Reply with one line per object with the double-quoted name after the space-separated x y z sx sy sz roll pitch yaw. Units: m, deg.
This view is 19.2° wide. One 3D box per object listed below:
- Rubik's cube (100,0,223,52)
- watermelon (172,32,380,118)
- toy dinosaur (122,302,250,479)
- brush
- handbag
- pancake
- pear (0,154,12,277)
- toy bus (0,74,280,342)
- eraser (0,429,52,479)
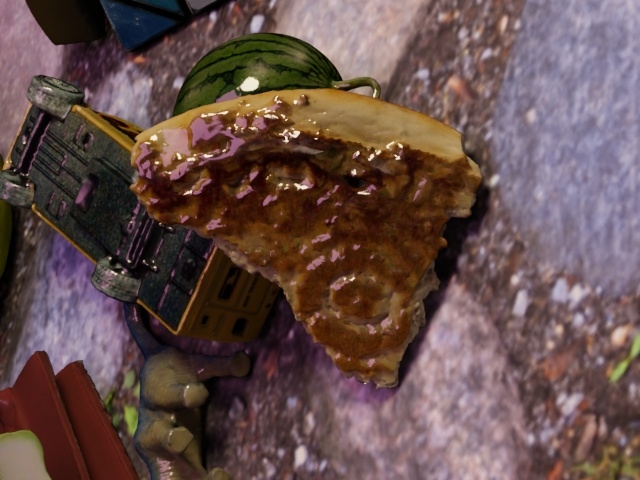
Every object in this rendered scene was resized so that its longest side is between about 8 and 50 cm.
-0.093 -0.353 1.720 0.250 0.284 0.234 -2 54 23 "Rubik's cube"
-0.029 -0.102 1.537 0.187 0.141 0.140 -16 66 25 "watermelon"
-0.142 0.162 1.654 0.188 0.075 0.247 1 85 58 "toy dinosaur"
-0.247 -0.274 1.789 0.059 0.197 0.123 -5 73 5 "brush"
-0.258 0.278 1.724 0.260 0.084 0.275 -53 46 28 "handbag"
0.000 0.000 1.466 0.266 0.057 0.244 -10 103 10 "pancake"
-0.505 -0.032 1.863 0.391 0.391 0.391 -16 68 45 "pear"
-0.162 -0.031 1.666 0.335 0.123 0.121 36 108 47 "toy bus"
-0.324 0.306 1.621 0.274 0.092 0.210 -27 78 33 "eraser"
